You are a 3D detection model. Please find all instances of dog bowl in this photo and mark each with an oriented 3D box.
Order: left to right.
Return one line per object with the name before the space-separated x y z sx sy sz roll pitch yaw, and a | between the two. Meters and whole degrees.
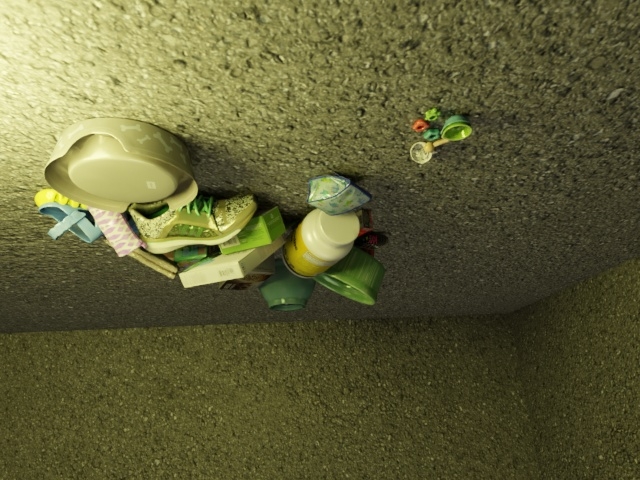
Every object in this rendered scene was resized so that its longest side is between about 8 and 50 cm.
dog bowl | -0.483 -0.179 1.189 0.348 0.102 0.349 -3 161 -1

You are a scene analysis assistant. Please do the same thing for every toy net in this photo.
toy net | 0.275 -0.246 1.201 0.122 0.045 0.232 2 160 -15

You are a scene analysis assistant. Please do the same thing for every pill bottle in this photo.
pill bottle | 0.000 0.000 1.641 0.187 0.188 0.334 5 158 -22

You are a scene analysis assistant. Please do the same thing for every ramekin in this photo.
ramekin | 0.111 0.125 1.919 0.303 0.148 0.303 25 166 7

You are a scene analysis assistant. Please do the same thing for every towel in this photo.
towel | -0.610 0.040 1.638 0.282 0.049 0.187 32 174 -17

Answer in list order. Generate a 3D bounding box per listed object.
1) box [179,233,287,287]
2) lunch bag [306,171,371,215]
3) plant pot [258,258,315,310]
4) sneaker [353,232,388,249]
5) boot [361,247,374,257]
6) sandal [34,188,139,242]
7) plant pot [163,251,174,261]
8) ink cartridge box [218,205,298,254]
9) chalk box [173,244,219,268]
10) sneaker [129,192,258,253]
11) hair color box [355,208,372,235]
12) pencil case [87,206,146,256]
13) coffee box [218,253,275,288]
box | -0.281 0.053 1.593 0.232 0.058 0.322 -11 -166 24
lunch bag | 0.056 -0.138 1.399 0.151 0.096 0.129 -5 163 36
plant pot | -0.155 0.219 2.222 0.293 0.196 0.293 -3 160 -1
sneaker | 0.181 -0.003 1.845 0.170 0.063 0.075 3 166 -2
boot | 0.195 0.043 1.950 0.059 0.085 0.158 -6 159 13
sandal | -0.698 -0.053 1.463 0.317 0.138 0.126 9 156 -35
plant pot | -0.592 0.048 1.917 0.236 0.032 0.236 -2 161 -1
ink cartridge box | -0.209 -0.054 1.606 0.188 0.097 0.255 -12 -165 23
chalk box | -0.444 0.023 1.722 0.132 0.132 0.213 -7 159 11
sneaker | -0.391 -0.083 1.435 0.410 0.158 0.182 -15 136 7
hair color box | 0.121 -0.051 1.687 0.043 0.072 0.141 8 158 -33
pencil case | -0.603 -0.053 1.408 0.088 0.206 0.086 -26 -161 -2
coffee box | -0.319 0.119 2.028 0.168 0.119 0.297 5 159 -24
